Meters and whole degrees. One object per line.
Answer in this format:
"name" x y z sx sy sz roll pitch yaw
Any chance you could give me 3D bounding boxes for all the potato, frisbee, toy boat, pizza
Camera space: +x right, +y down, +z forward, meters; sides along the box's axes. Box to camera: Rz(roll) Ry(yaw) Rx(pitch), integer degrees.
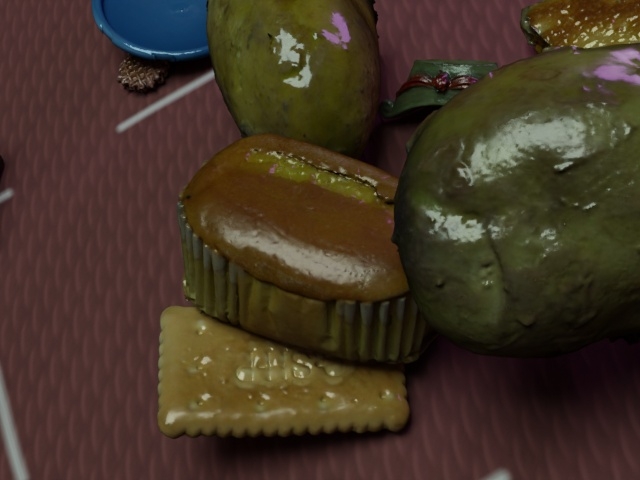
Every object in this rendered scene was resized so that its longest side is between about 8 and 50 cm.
"potato" 0.185 -0.046 1.021 0.237 0.301 0.289 12 65 -10
"frisbee" -0.193 -0.329 1.631 0.242 0.045 0.242 0 55 1
"toy boat" 0.154 -0.172 1.366 0.185 0.071 0.089 6 16 27
"potato" -0.024 -0.183 1.359 0.229 0.229 0.266 -17 47 11
"pizza" 0.355 -0.191 1.282 0.335 0.086 0.226 12 66 32

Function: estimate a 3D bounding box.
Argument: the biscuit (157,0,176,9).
"biscuit" -0.236 -0.344 1.691 0.084 0.023 0.084 -11 51 14

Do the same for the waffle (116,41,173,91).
"waffle" -0.239 -0.234 1.607 0.075 0.029 0.083 4 60 27

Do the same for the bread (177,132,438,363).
"bread" 0.000 0.000 1.188 0.288 0.156 0.204 22 46 20

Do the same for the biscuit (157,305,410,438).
"biscuit" -0.039 0.125 1.193 0.249 0.030 0.160 -1 49 -4

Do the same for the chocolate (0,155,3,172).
"chocolate" -0.489 -0.009 1.496 0.112 0.112 0.321 -9 51 15
